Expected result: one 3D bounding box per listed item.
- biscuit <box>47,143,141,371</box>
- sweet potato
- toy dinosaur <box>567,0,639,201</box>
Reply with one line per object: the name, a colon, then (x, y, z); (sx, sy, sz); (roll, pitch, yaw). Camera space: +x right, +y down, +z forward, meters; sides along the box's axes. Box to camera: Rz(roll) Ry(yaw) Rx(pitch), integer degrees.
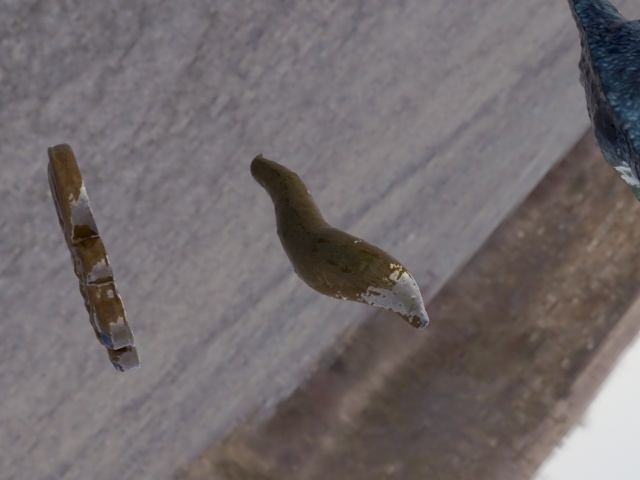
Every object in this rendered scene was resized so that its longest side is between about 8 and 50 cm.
biscuit: (-0.164, 0.009, 0.992); (0.026, 0.175, 0.124); (-18, 148, -9)
sweet potato: (-0.003, 0.000, 1.234); (0.069, 0.249, 0.059); (-33, 141, -19)
toy dinosaur: (0.198, -0.080, 0.864); (0.076, 0.147, 0.363); (-41, -141, 29)
